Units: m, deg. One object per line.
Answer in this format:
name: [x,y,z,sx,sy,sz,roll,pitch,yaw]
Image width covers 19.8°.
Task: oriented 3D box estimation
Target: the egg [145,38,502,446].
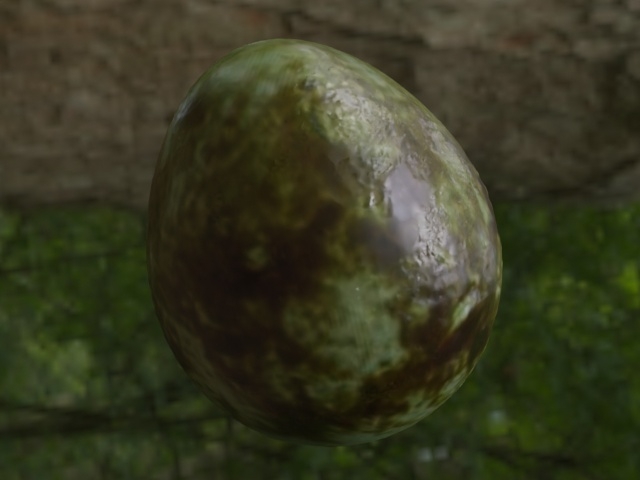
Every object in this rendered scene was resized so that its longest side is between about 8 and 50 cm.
egg: [0.000,0.000,1.228,0.238,0.238,0.289,-117,-167,-60]
